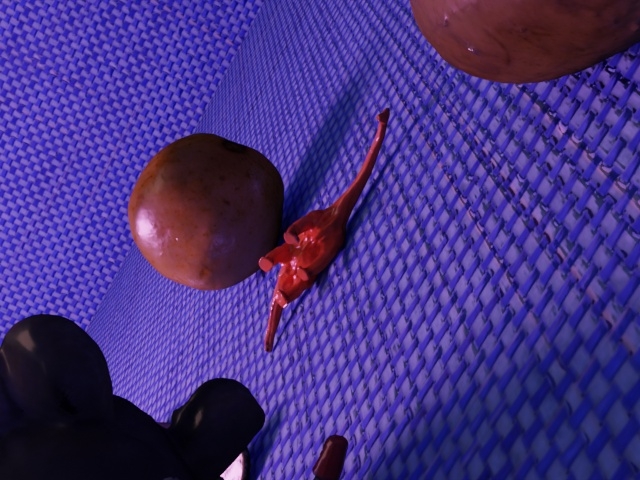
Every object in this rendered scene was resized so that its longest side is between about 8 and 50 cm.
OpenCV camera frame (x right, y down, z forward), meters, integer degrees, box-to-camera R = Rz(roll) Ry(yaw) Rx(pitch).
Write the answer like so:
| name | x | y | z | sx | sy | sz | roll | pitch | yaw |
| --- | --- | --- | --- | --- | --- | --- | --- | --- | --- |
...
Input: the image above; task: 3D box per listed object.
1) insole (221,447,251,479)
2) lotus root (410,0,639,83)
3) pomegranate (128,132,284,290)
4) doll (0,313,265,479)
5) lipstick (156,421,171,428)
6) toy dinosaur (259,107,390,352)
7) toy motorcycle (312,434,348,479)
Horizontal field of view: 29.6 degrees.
| name | x | y | z | sx | sy | sz | roll | pitch | yaw |
| --- | --- | --- | --- | --- | --- | --- | --- | --- | --- |
| insole | -0.163 | 0.290 | 1.178 | 0.348 | 0.009 | 0.119 | -51 | 51 | 33 |
| lotus root | 0.145 | -0.183 | 0.756 | 0.342 | 0.151 | 0.169 | 154 | 137 | -74 |
| pomegranate | -0.139 | -0.028 | 1.441 | 0.196 | 0.196 | 0.196 | -57 | 15 | 24 |
| doll | -0.154 | 0.264 | 0.749 | 0.382 | 0.252 | 0.379 | 86 | -177 | -61 |
| lipstick | -0.212 | 0.250 | 1.383 | 0.087 | 0.087 | 0.327 | -67 | 15 | -15 |
| toy dinosaur | -0.005 | -0.004 | 1.160 | 0.280 | 0.055 | 0.101 | -57 | -8 | 33 |
| toy motorcycle | 0.029 | 0.206 | 0.530 | 0.272 | 0.123 | 0.182 | -132 | 59 | -75 |
